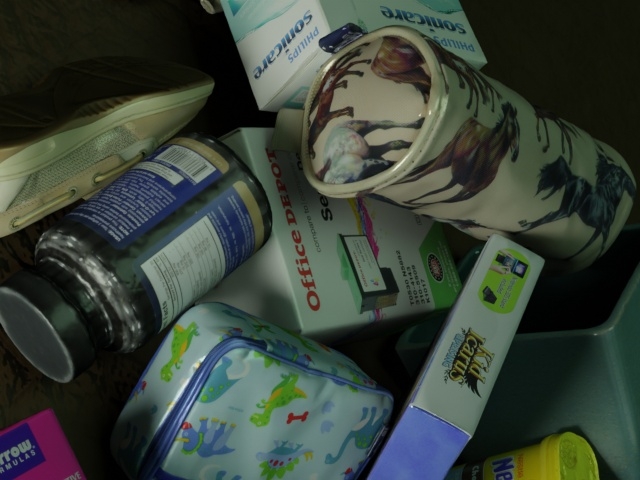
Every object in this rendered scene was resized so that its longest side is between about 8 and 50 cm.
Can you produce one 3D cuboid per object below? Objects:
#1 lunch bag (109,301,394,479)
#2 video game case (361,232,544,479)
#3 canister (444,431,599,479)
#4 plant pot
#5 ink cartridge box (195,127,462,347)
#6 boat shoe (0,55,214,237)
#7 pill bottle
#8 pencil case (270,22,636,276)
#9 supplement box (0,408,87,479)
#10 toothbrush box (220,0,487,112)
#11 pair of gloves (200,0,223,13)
[{"bbox_3d":[-0.055,0.162,1.053,0.219,0.176,0.090,27,9,-40],"label":"lunch bag"},{"bbox_3d":[0.102,0.164,1.158,0.061,0.269,0.244,28,43,6],"label":"video game case"},{"bbox_3d":[0.196,0.277,1.276,0.073,0.170,0.126,27,51,-38],"label":"canister"},{"bbox_3d":[0.271,0.155,1.386,0.247,0.248,0.252,-44,119,-51],"label":"plant pot"},{"bbox_3d":[0.000,0.000,1.236,0.278,0.117,0.201,-5,75,-51],"label":"ink cartridge box"},{"bbox_3d":[-0.203,-0.085,1.074,0.302,0.109,0.098,-35,137,-52],"label":"boat shoe"},{"bbox_3d":[-0.152,0.014,1.020,0.219,0.123,0.123,-40,103,-32],"label":"pill bottle"},{"bbox_3d":[0.149,-0.074,1.213,0.410,0.183,0.160,19,84,-49],"label":"pencil case"},{"bbox_3d":[-0.209,0.246,0.869,0.111,0.114,0.220,-27,90,-51],"label":"supplement box"},{"bbox_3d":[0.010,-0.273,1.276,0.216,0.126,0.295,1,57,-41],"label":"toothbrush box"},{"bbox_3d":[-0.087,-0.352,1.381,0.204,0.042,0.240,-10,72,-45],"label":"pair of gloves"}]
